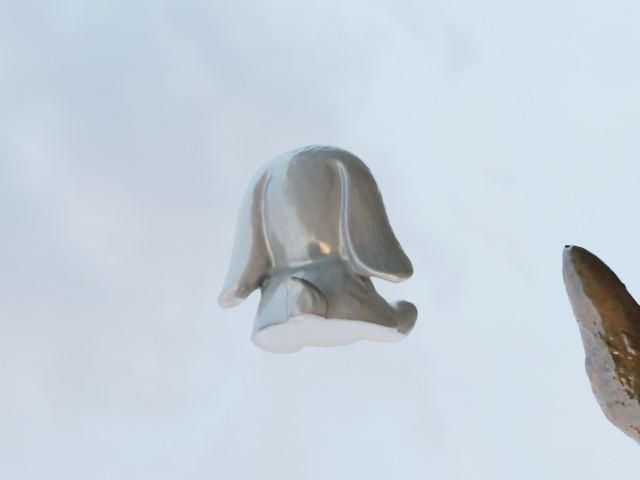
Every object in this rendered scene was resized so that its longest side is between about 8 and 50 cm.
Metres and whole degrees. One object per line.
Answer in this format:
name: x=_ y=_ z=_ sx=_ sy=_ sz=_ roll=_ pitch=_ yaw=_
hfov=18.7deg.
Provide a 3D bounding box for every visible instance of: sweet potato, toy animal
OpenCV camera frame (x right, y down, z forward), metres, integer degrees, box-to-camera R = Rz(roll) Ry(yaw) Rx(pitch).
sweet potato: x=0.338 y=0.154 z=1.947 sx=0.341 sy=0.092 sz=0.114 roll=45 pitch=-114 yaw=-3
toy animal: x=0.000 y=0.000 z=2.562 sx=0.206 sy=0.271 sz=0.265 roll=33 pitch=-125 yaw=-61
